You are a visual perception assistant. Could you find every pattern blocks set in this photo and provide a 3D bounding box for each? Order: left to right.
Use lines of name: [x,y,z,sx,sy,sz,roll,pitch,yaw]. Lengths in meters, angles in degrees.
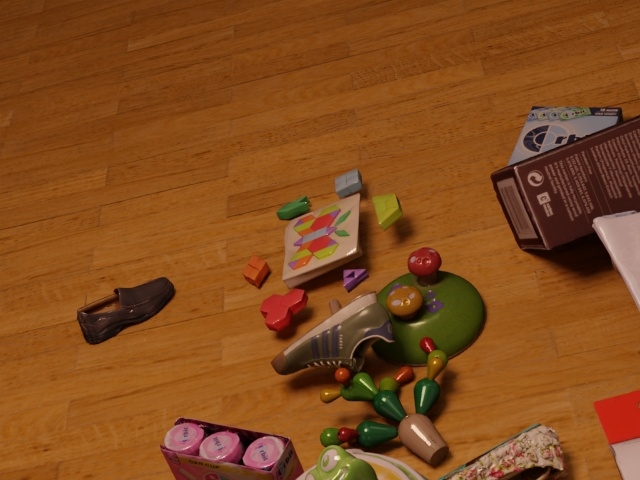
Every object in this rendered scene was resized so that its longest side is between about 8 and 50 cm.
pattern blocks set: [0.000,0.000,1.999,0.285,0.026,0.325,-29,30,5]

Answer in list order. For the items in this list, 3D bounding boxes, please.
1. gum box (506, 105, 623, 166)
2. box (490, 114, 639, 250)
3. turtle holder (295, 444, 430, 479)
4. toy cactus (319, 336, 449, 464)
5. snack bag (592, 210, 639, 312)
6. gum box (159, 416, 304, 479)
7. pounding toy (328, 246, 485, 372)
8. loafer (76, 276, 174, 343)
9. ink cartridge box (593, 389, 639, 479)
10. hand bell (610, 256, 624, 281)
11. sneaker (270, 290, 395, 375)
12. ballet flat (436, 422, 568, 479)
gum box: [0.408,-0.154,2.054,0.157,0.041,0.184,3,44,26]
box: [0.466,-0.112,1.844,0.382,0.143,0.191,-23,1,-2]
turtle holder: [0.045,0.354,1.356,0.243,0.320,0.227,-43,57,16]
toy cactus: [0.109,0.229,1.684,0.219,0.112,0.180,-27,48,-24]
snack bag: [0.572,0.060,1.621,0.323,0.037,0.342,-13,55,-9]
gum box: [-0.119,0.307,1.664,0.188,0.107,0.062,6,45,28]
pounding toy: [0.119,0.090,1.825,0.237,0.110,0.183,-14,38,6]
loafer: [-0.321,0.104,2.028,0.170,0.061,0.062,-32,39,-17]
ink cartridge box: [0.458,0.248,1.542,0.189,0.066,0.232,-15,42,4]
hand bell: [0.540,-0.026,1.823,0.126,0.126,0.242,15,36,35]
sneaker: [0.022,0.157,1.752,0.192,0.064,0.086,-37,77,17]
ballet flat: [0.205,0.313,1.550,0.241,0.091,0.077,-28,61,-6]
